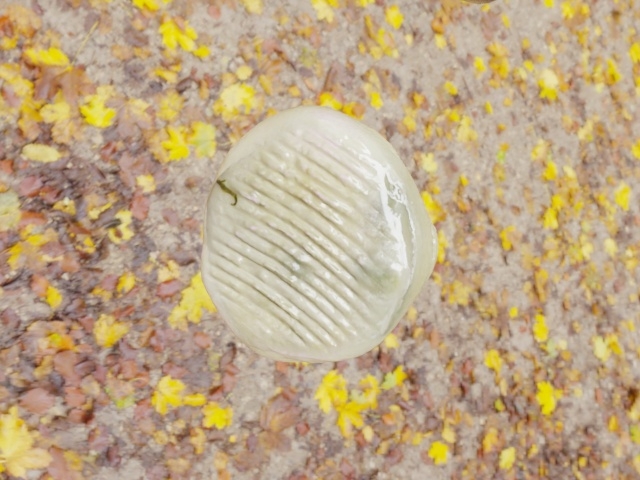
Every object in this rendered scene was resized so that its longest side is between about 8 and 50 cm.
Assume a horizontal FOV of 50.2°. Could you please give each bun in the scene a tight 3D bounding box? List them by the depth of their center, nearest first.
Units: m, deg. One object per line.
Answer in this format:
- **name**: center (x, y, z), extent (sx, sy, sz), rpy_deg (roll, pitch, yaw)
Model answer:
- **bun**: center (0.000, 0.000, 0.628), extent (0.116, 0.210, 0.237), rpy_deg (-33, 144, -67)

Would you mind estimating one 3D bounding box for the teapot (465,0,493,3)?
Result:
- **teapot**: center (0.143, -0.315, 0.486), extent (0.312, 0.315, 0.233), rpy_deg (-42, 138, -9)
